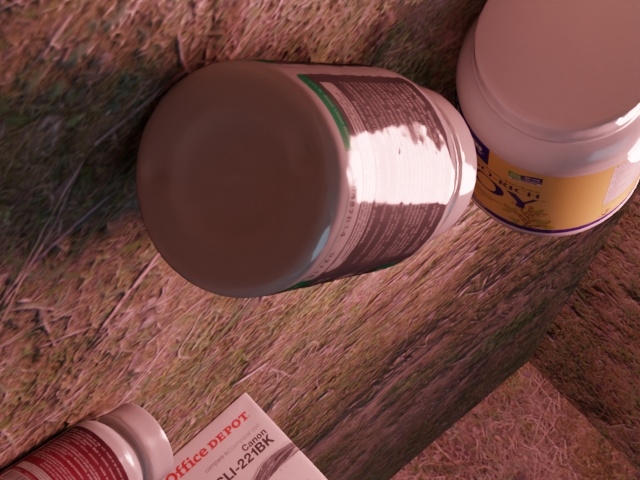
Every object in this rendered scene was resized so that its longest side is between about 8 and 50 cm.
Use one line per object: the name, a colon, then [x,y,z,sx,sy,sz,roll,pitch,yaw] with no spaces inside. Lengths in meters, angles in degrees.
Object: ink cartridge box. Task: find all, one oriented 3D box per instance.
ink cartridge box: [-0.088,0.387,2.282,0.197,0.273,0.114,-41,161,-10]

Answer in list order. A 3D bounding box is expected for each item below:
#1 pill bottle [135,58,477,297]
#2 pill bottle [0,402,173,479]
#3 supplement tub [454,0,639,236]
pill bottle: [0.004,-0.064,1.472,0.204,0.204,0.361,-51,162,22]
pill bottle: [-0.281,0.281,1.798,0.221,0.121,0.121,-32,160,-37]
supplement tub: [0.276,-0.160,1.840,0.241,0.241,0.331,-42,164,-9]
